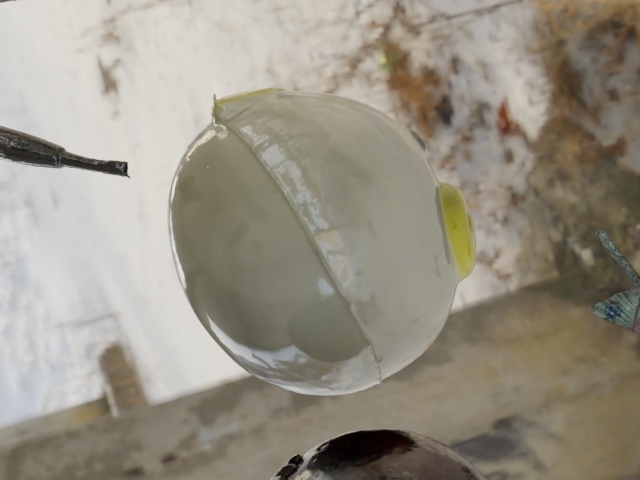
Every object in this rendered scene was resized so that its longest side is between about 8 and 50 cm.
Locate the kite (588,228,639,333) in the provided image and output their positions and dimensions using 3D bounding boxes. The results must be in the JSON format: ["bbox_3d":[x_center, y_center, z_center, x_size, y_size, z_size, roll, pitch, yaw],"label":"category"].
[{"bbox_3d":[0.365,0.047,1.676,0.005,0.137,0.152,53,-168,-73],"label":"kite"}]

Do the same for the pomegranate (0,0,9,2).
[{"bbox_3d":[-0.164,-0.253,0.704,0.222,0.204,0.276,15,95,24],"label":"pomegranate"}]

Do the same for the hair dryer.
[{"bbox_3d":[-0.377,-0.117,1.591,0.304,0.359,0.120,13,-90,-77],"label":"hair dryer"}]

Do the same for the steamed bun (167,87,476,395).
[{"bbox_3d":[-0.006,0.003,1.605,0.374,0.334,0.334,75,171,-63],"label":"steamed bun"}]

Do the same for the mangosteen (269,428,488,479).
[{"bbox_3d":[0.053,0.342,1.420,0.330,0.330,0.330,164,90,-73],"label":"mangosteen"}]
